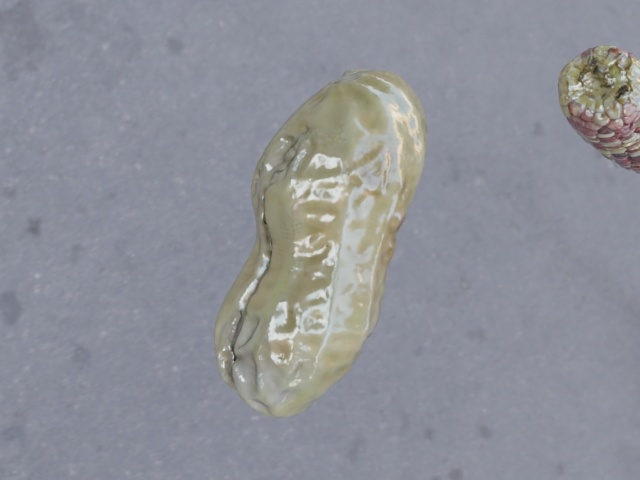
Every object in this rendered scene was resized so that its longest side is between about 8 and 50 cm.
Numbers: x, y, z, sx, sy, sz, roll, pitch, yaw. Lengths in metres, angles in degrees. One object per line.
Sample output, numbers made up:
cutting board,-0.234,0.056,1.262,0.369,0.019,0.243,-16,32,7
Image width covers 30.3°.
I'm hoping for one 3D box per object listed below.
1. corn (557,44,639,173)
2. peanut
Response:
corn,0.333,-0.132,1.275,0.290,0.098,0.098,17,60,-61
peanut,0.000,0.000,0.942,0.130,0.130,0.290,16,88,-39
